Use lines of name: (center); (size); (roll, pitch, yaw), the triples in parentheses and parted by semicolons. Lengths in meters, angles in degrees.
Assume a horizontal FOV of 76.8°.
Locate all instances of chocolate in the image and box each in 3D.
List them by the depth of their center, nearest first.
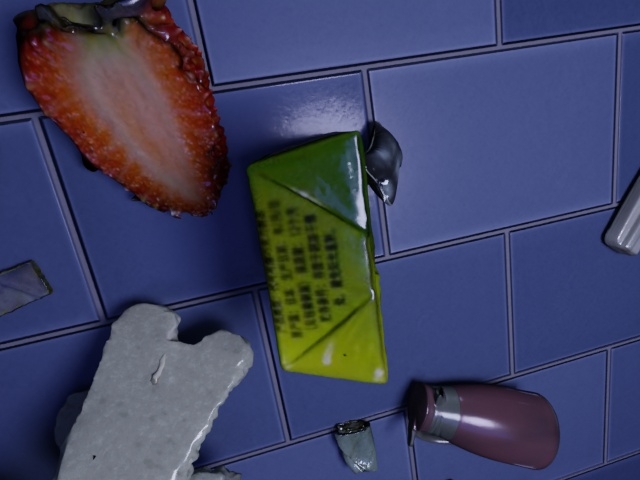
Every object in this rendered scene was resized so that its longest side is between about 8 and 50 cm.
chocolate: (0.000, 0.000, 0.566); (0.137, 0.301, 0.288); (-8, 104, 2)

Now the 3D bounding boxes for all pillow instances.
pillow: (0.101, -0.126, 0.647); (0.091, 0.135, 0.055); (33, 138, -8)

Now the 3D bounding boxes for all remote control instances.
remote control: (0.671, -0.079, 0.822); (0.090, 0.049, 0.230); (25, 95, -20)

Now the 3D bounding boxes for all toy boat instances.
toy boat: (-0.481, 0.079, 0.617); (0.115, 0.016, 0.063); (-24, 107, -7)

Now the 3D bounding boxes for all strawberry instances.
strawberry: (-0.246, -0.179, 0.568); (0.234, 0.137, 0.306); (-7, 131, 8)

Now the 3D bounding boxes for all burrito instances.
burrito: (0.074, 0.419, 0.810); (0.074, 0.044, 0.118); (-15, 104, -7)

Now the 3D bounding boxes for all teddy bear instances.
teddy bear: (-0.275, 0.350, 0.677); (0.328, 0.362, 0.375); (19, 59, 5)

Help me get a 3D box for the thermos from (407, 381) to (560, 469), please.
thermos: (0.303, 0.363, 0.808); (0.265, 0.146, 0.176); (13, 126, -7)
